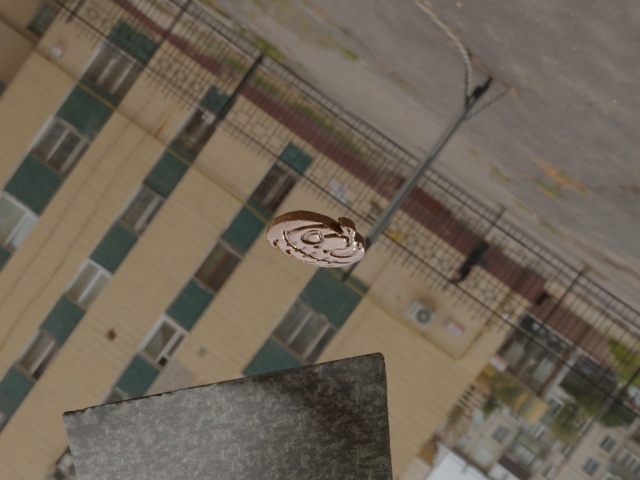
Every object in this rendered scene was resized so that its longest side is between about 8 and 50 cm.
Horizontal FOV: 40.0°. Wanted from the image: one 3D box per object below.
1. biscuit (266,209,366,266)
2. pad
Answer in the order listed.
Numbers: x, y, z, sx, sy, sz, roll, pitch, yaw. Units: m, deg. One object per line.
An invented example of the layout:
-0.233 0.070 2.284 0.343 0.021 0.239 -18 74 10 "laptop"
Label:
0.000 0.000 0.745 0.091 0.015 0.078 24 147 -34 "biscuit"
-0.060 0.171 0.662 0.235 0.158 0.003 -10 -156 -10 "pad"
